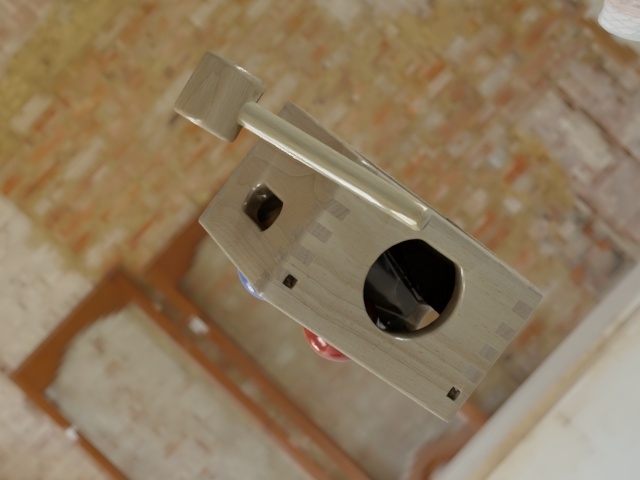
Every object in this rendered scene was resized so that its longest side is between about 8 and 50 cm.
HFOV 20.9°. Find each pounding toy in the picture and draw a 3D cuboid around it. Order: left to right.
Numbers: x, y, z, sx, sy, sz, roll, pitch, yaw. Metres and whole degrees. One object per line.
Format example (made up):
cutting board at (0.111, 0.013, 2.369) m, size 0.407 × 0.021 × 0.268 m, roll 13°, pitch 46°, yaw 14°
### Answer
pounding toy at (-0.002, 0.000, 0.850) m, size 0.094 × 0.206 × 0.181 m, roll -53°, pitch 24°, yaw 4°

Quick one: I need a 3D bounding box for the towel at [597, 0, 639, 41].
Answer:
towel at (0.342, -0.134, 1.130) m, size 0.317 × 0.331 × 0.053 m, roll -14°, pitch -61°, yaw -83°
